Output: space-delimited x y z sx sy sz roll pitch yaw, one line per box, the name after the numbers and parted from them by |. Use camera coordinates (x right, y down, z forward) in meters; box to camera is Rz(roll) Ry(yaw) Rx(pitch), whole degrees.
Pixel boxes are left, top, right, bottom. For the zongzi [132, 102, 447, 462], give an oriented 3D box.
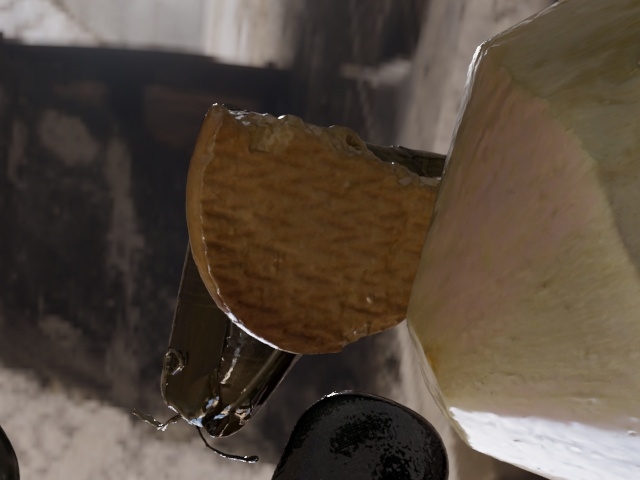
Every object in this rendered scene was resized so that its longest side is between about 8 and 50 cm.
0.008 0.041 1.429 0.241 0.248 0.111 9 -172 -23 | zongzi

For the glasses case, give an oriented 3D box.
-0.007 0.265 1.411 0.122 0.082 0.321 21 -93 10 | glasses case

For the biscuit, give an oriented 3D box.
-0.001 0.000 1.218 0.224 0.144 0.033 12 -173 -38 | biscuit

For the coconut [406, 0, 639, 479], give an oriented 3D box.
0.151 0.005 0.847 0.259 0.259 0.259 5 -139 -4 | coconut

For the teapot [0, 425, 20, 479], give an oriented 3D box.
-0.179 0.119 0.898 0.091 0.092 0.124 42 -171 -14 | teapot
